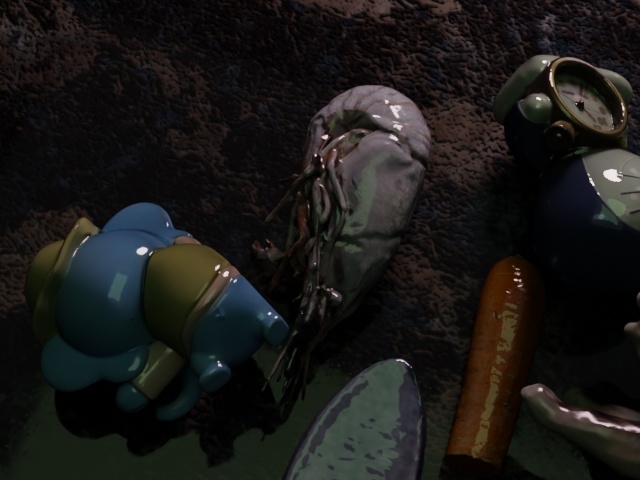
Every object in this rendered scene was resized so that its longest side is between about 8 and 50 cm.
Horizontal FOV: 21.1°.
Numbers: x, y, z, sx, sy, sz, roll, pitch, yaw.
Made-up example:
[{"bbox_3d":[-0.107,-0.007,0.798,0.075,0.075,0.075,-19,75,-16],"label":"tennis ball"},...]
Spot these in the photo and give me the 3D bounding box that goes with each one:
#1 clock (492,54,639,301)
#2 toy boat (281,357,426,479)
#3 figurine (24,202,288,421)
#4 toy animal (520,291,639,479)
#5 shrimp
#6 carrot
[{"bbox_3d":[0.269,-0.055,1.692,0.199,0.146,0.243,9,54,-39],"label":"clock"},{"bbox_3d":[0.027,0.231,1.595,0.127,0.078,0.283,20,68,10],"label":"toy boat"},{"bbox_3d":[-0.164,0.072,1.606,0.262,0.154,0.180,29,102,32],"label":"figurine"},{"bbox_3d":[0.393,0.177,1.527,0.302,0.194,0.344,-36,72,15],"label":"toy animal"},{"bbox_3d":[0.005,0.000,1.672,0.145,0.116,0.343,19,73,5],"label":"shrimp"},{"bbox_3d":[0.173,0.115,1.658,0.067,0.067,0.225,15,68,4],"label":"carrot"}]
